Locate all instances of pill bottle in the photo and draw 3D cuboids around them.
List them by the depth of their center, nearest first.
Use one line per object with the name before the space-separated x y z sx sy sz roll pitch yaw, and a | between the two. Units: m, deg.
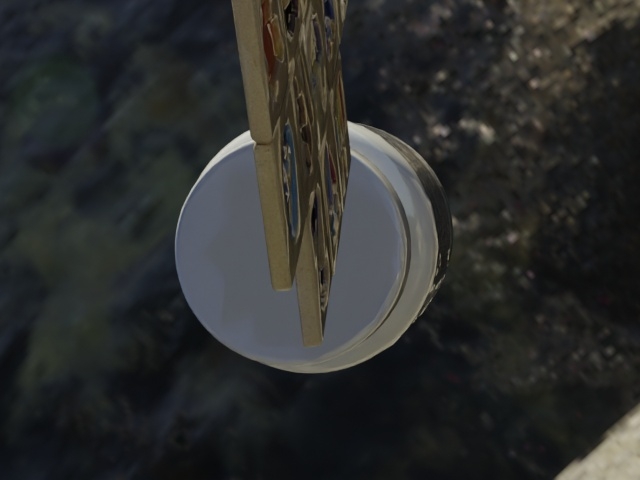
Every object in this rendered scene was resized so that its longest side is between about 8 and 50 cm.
pill bottle | 0.000 0.000 1.513 0.204 0.361 0.204 0 92 7

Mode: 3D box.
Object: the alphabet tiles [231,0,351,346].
alphabet tiles | -0.015 -0.148 0.705 0.011 0.342 0.285 -3 28 7
